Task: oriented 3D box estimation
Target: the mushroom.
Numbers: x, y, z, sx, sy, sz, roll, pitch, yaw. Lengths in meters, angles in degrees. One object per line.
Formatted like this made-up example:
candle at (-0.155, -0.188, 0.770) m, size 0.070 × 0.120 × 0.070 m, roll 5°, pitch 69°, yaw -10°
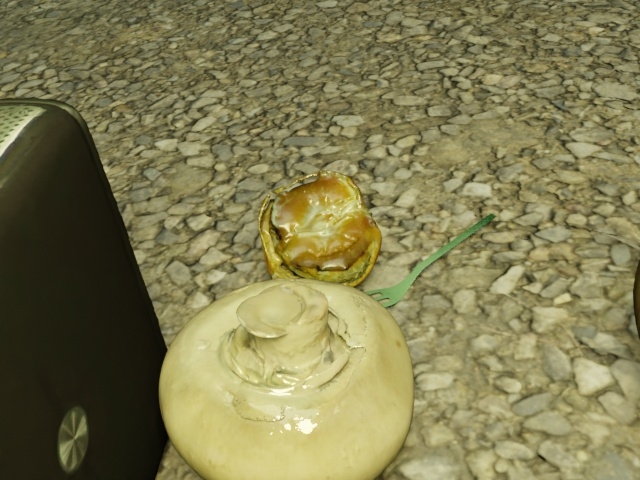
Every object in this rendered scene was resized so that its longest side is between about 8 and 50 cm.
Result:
mushroom at (-0.029, 0.126, 0.735) m, size 0.246 × 0.202 × 0.246 m, roll 1°, pitch 45°, yaw -1°

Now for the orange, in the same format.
orange at (0.000, 0.000, 0.958) m, size 0.160 × 0.112 × 0.170 m, roll 20°, pitch 70°, yaw 18°

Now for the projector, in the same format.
projector at (-0.300, 0.146, 0.606) m, size 0.242 × 0.395 × 0.405 m, roll -1°, pitch 40°, yaw 11°

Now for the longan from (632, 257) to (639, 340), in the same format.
longan at (0.430, 0.052, 0.645) m, size 0.318 × 0.319 × 0.319 m, roll -6°, pitch 38°, yaw 5°

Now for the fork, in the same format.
fork at (0.138, 0.029, 0.965) m, size 0.235 × 0.021 × 0.039 m, roll -30°, pitch 46°, yaw -26°
